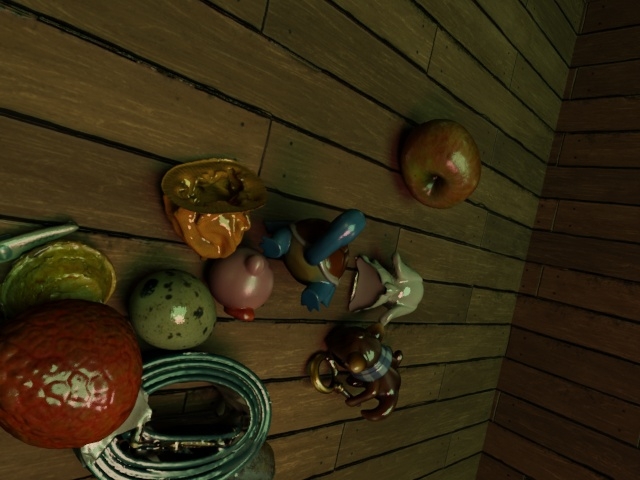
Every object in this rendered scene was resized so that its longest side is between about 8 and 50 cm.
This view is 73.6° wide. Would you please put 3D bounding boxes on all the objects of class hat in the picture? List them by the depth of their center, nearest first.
[{"bbox_3d":[-0.266,-0.043,1.037,0.234,0.244,0.233,11,126,-15],"label":"hat"}]

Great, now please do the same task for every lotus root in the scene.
[{"bbox_3d":[-0.255,0.611,1.174,0.322,0.140,0.158,35,76,-39],"label":"lotus root"}]

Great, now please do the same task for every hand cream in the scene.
[{"bbox_3d":[-0.370,0.483,1.107,0.235,0.055,0.086,4,94,-35],"label":"hand cream"}]

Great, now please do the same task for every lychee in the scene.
[{"bbox_3d":[-0.427,0.229,0.748,0.300,0.255,0.254,12,91,-56],"label":"lychee"}]

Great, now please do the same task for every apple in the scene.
[{"bbox_3d":[0.430,-0.277,1.518,0.250,0.278,0.309,-56,147,-40],"label":"apple"}]

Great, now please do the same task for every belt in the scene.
[{"bbox_3d":[-0.333,0.407,0.997,0.437,0.173,0.299,15,71,-40],"label":"belt"}]

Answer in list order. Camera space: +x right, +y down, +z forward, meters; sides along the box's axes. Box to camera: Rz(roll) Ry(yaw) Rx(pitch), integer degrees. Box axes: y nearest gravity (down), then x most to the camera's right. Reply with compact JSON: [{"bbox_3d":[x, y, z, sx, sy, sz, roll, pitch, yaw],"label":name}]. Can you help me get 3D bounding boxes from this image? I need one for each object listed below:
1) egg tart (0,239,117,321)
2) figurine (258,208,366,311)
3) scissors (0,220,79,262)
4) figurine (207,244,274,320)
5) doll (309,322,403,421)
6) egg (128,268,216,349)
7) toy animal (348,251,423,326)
[{"bbox_3d":[-0.508,0.102,0.847,0.213,0.090,0.212,-21,124,-35],"label":"egg tart"},{"bbox_3d":[-0.026,0.027,1.123,0.298,0.416,0.243,44,79,-1],"label":"figurine"},{"bbox_3d":[-0.601,0.019,0.790,0.289,0.041,0.137,-26,124,-35],"label":"scissors"},{"bbox_3d":[-0.200,0.098,1.090,0.173,0.173,0.173,-11,106,-41],"label":"figurine"},{"bbox_3d":[0.147,0.435,1.461,0.317,0.209,0.339,-53,127,-29],"label":"doll"},{"bbox_3d":[-0.330,0.164,0.983,0.177,0.177,0.228,-55,145,-19],"label":"egg"},{"bbox_3d":[0.245,0.159,1.507,0.289,0.174,0.248,-19,113,-37],"label":"toy animal"}]
